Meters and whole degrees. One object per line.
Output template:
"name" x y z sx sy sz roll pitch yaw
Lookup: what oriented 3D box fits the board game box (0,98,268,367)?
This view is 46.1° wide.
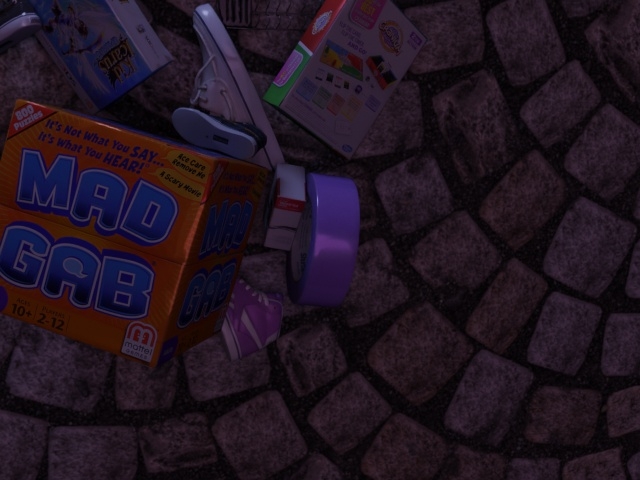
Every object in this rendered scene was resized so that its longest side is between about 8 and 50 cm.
"board game box" -0.349 -0.021 1.387 0.357 0.356 0.356 18 96 8

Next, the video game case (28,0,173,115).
"video game case" -0.427 -0.387 1.415 0.061 0.270 0.244 -45 109 -37

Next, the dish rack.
"dish rack" -0.080 -0.531 1.557 0.272 0.074 0.208 -1 99 -12

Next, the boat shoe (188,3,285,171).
"boat shoe" -0.212 -0.289 1.552 0.157 0.136 0.366 -25 114 -4

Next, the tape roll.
"tape roll" 0.000 0.000 1.563 0.090 0.275 0.274 6 98 -13

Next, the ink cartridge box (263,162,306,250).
"ink cartridge box" -0.078 -0.069 1.588 0.063 0.109 0.150 9 133 -13

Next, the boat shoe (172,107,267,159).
"boat shoe" -0.198 -0.214 1.485 0.184 0.083 0.065 25 115 8

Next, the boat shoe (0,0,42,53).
"boat shoe" -0.642 -0.398 1.437 0.229 0.080 0.076 -21 94 17

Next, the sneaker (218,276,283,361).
"sneaker" -0.171 0.109 1.646 0.161 0.102 0.282 -22 111 -15

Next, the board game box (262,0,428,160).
"board game box" 0.058 -0.359 1.569 0.242 0.064 0.316 32 92 -43
